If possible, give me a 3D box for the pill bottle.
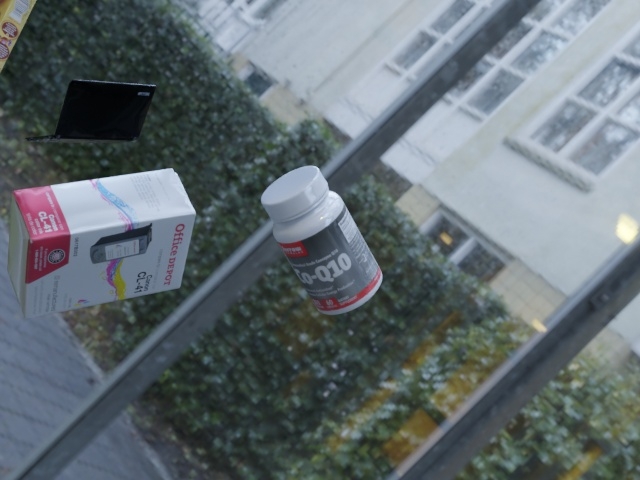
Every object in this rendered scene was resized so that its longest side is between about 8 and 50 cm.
[{"bbox_3d":[0.000,0.000,1.937,0.283,0.161,0.161,60,-6,-24],"label":"pill bottle"}]

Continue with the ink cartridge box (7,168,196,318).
[{"bbox_3d":[-0.403,0.004,1.714,0.131,0.306,0.226,60,-34,34],"label":"ink cartridge box"}]

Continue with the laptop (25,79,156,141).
[{"bbox_3d":[-0.579,-0.317,2.344,0.234,0.137,0.264,-3,4,-41],"label":"laptop"}]

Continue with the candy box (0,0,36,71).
[{"bbox_3d":[-0.557,-0.344,1.540,0.109,0.187,0.053,22,-4,26],"label":"candy box"}]
